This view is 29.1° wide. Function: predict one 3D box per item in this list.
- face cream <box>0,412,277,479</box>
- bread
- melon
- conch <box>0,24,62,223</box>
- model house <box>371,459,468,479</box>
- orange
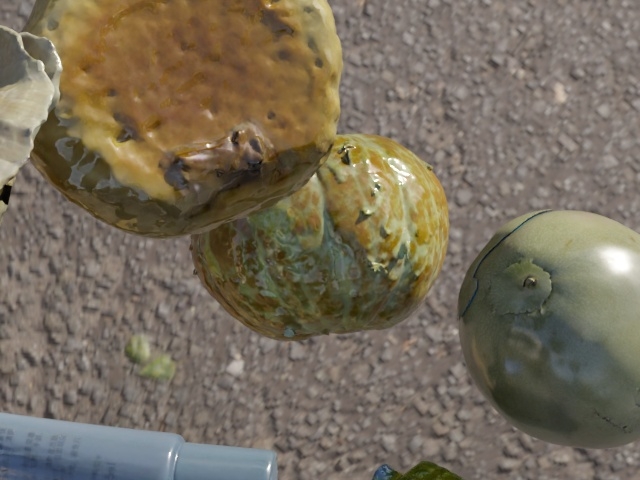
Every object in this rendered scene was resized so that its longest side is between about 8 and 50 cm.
[{"bbox_3d":[-0.233,0.217,1.150,0.385,0.086,0.135,3,101,6],"label":"face cream"},{"bbox_3d":[-0.104,-0.113,0.896,0.244,0.134,0.244,-1,93,-26],"label":"bread"},{"bbox_3d":[0.299,0.105,1.433,0.268,0.330,0.268,-17,54,25],"label":"melon"},{"bbox_3d":[-0.280,0.011,0.721,0.186,0.263,0.324,17,107,-29],"label":"conch"},{"bbox_3d":[0.133,0.424,1.486,0.237,0.215,0.303,-35,63,-31],"label":"model house"},{"bbox_3d":[0.000,0.000,1.547,0.329,0.329,0.249,-7,79,-17],"label":"orange"}]
